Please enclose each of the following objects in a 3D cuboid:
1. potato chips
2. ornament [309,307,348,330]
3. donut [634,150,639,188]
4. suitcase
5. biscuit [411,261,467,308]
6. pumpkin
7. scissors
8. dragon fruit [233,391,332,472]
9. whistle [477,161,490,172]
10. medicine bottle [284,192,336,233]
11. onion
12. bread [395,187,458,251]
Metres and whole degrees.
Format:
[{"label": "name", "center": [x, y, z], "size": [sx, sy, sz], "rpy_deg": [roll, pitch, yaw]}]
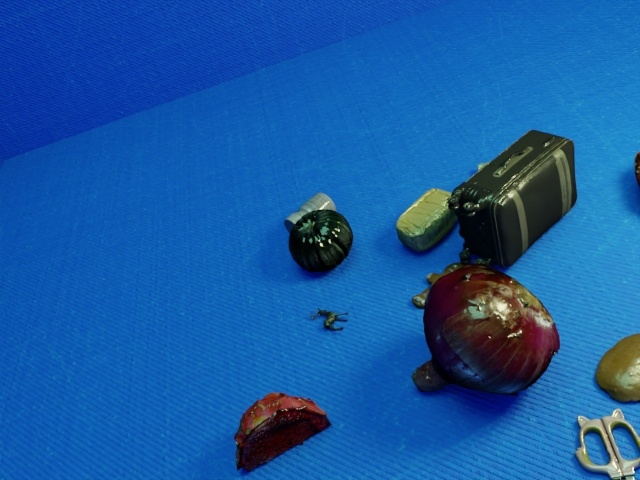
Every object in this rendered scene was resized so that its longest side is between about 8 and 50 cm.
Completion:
[{"label": "potato chips", "center": [0.743, 0.294, 1.560], "size": [0.201, 0.049, 0.150], "rpy_deg": [-42, 38, -15]}, {"label": "ornament", "center": [0.018, 0.234, 1.964], "size": [0.125, 0.028, 0.073], "rpy_deg": [9, 47, 29]}, {"label": "donut", "center": [1.010, -0.195, 1.958], "size": [0.151, 0.112, 0.295], "rpy_deg": [20, 52, 42]}, {"label": "suitcase", "center": [0.579, -0.126, 1.933], "size": [0.434, 0.283, 0.194], "rpy_deg": [-38, 40, -22]}, {"label": "biscuit", "center": [0.364, 0.131, 1.930], "size": [0.138, 0.031, 0.205], "rpy_deg": [23, 54, 41]}, {"label": "pumpkin", "center": [0.000, 0.000, 2.136], "size": [0.220, 0.162, 0.220], "rpy_deg": [-20, 35, 15]}, {"label": "scissors", "center": [0.638, 0.498, 1.387], "size": [0.160, 0.024, 0.318], "rpy_deg": [-13, 40, 9]}, {"label": "dragon fruit", "center": [-0.123, 0.468, 1.681], "size": [0.261, 0.163, 0.189], "rpy_deg": [-30, 12, -10]}, {"label": "whistle", "center": [0.658, -0.247, 2.210], "size": [0.258, 0.067, 0.126], "rpy_deg": [-3, 54, 27]}, {"label": "medicine bottle", "center": [-0.034, -0.082, 2.291], "size": [0.168, 0.105, 0.105], "rpy_deg": [-40, 43, -23]}, {"label": "onion", "center": [0.370, 0.248, 1.616], "size": [0.385, 0.347, 0.348], "rpy_deg": [-47, 31, 25]}, {"label": "bread", "center": [0.343, -0.062, 2.099], "size": [0.236, 0.106, 0.140], "rpy_deg": [-42, 45, -23]}]
